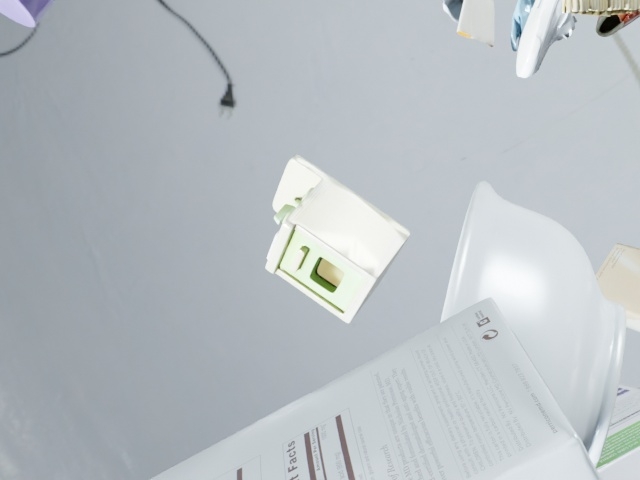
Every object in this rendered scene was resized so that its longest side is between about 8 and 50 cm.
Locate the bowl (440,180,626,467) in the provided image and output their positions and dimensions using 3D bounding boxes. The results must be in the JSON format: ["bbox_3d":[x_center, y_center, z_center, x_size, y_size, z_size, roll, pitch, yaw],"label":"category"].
[{"bbox_3d":[0.166,0.108,0.708,0.134,0.298,0.297,12,106,12],"label":"bowl"}]

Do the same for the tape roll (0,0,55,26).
[{"bbox_3d":[-0.237,-0.228,0.549,0.189,0.189,0.080,33,83,18],"label":"tape roll"}]

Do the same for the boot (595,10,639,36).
[{"bbox_3d":[0.549,-0.412,1.510,0.059,0.085,0.158,50,128,0],"label":"boot"}]

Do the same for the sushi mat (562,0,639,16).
[{"bbox_3d":[0.303,-0.391,0.881,0.019,0.152,0.316,17,116,55],"label":"sushi mat"}]

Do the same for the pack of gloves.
[{"bbox_3d":[0.344,-0.456,1.620,0.046,0.195,0.232,-10,65,62],"label":"pack of gloves"}]

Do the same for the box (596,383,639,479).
[{"bbox_3d":[0.421,0.303,1.336,0.232,0.322,0.058,-24,92,-12],"label":"box"}]

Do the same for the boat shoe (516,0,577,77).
[{"bbox_3d":[0.327,-0.311,1.203,0.063,0.066,0.184,15,101,-7],"label":"boat shoe"}]

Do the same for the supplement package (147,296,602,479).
[{"bbox_3d":[0.030,0.167,0.469,0.244,0.134,0.139,-30,114,6],"label":"supplement package"}]

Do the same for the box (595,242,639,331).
[{"bbox_3d":[0.687,0.117,1.704,0.121,0.311,0.148,35,85,-23],"label":"box"}]

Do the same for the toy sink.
[{"bbox_3d":[0.000,0.000,1.412,0.234,0.131,0.152,36,143,7],"label":"toy sink"}]

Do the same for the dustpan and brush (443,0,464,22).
[{"bbox_3d":[0.313,-0.498,1.788,0.060,0.211,0.147,34,89,9],"label":"dustpan and brush"}]
